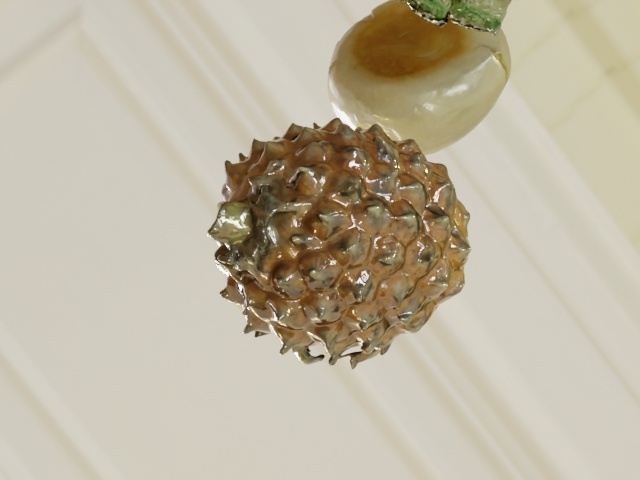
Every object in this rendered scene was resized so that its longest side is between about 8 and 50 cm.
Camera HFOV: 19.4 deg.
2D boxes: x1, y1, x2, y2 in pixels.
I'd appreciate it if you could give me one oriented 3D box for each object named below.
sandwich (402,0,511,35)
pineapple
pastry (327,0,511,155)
[{"bbox_3d":[0.152,-0.251,1.244,0.235,0.079,0.159,-64,-165,-16],"label":"sandwich"},{"bbox_3d":[0.000,0.000,1.219,0.193,0.166,0.166,8,149,-43],"label":"pineapple"},{"bbox_3d":[0.082,-0.134,1.537,0.156,0.092,0.156,-15,-136,14],"label":"pastry"}]
